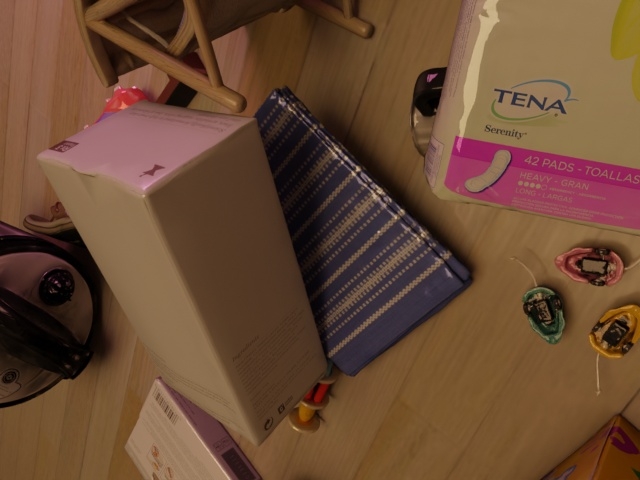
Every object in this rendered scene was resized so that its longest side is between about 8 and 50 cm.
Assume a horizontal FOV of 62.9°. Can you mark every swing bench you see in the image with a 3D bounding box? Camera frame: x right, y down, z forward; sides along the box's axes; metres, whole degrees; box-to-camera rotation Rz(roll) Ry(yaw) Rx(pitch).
[{"bbox_3d":[-0.116,-0.289,0.609,0.254,0.253,0.165,20,138,33],"label":"swing bench"}]

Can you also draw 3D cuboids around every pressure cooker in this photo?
[{"bbox_3d":[-0.701,0.144,1.113,0.420,0.369,0.376,15,104,34],"label":"pressure cooker"}]

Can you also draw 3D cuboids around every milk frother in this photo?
[{"bbox_3d":[0.174,-0.167,0.546,0.134,0.129,0.143,6,60,37],"label":"milk frother"}]

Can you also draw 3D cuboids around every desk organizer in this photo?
[{"bbox_3d":[-0.246,-0.256,0.879,0.130,0.047,0.050,-39,73,36],"label":"desk organizer"}]

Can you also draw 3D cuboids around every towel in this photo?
[{"bbox_3d":[0.000,0.000,0.683,0.336,0.040,0.243,46,121,5],"label":"towel"}]

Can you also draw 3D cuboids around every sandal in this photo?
[{"bbox_3d":[-0.516,-0.040,1.111,0.302,0.120,0.087,1,72,36],"label":"sandal"}]

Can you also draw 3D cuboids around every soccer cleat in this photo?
[{"bbox_3d":[-0.393,-0.188,0.991,0.248,0.083,0.095,-37,80,34],"label":"soccer cleat"}]

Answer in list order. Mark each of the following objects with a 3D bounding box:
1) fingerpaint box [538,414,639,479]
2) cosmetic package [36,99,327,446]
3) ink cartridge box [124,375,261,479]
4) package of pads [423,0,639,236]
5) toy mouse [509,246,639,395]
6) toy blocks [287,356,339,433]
[{"bbox_3d":[0.288,0.474,0.527,0.371,0.163,0.445,45,123,23],"label":"fingerpaint box"},{"bbox_3d":[-0.146,0.043,0.639,0.217,0.156,0.385,20,136,35],"label":"cosmetic package"},{"bbox_3d":[-0.259,0.431,1.019,0.275,0.060,0.239,44,124,22],"label":"ink cartridge box"},{"bbox_3d":[0.246,-0.124,0.397,0.296,0.101,0.229,11,115,5],"label":"package of pads"},{"bbox_3d":[0.265,0.054,0.546,0.143,0.031,0.161,34,118,28],"label":"toy mouse"},{"bbox_3d":[-0.032,0.200,0.796,0.123,0.054,0.148,32,117,29],"label":"toy blocks"}]
